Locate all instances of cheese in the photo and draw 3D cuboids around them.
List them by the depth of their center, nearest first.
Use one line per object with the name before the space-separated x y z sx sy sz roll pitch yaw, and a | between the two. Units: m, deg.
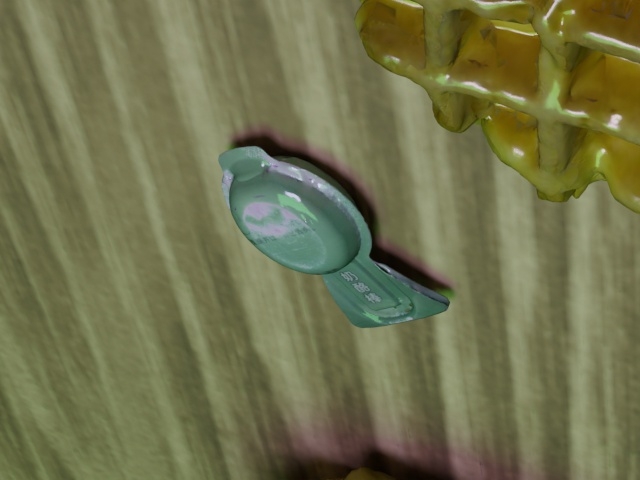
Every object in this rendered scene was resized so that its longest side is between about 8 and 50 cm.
cheese | 0.000 0.000 0.861 0.067 0.026 0.121 -13 132 45

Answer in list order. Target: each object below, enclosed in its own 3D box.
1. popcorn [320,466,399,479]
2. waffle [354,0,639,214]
popcorn | 0.041 0.239 0.992 0.250 0.250 0.190 14 151 17
waffle | 0.127 -0.094 0.617 0.329 0.062 0.329 17 145 12
